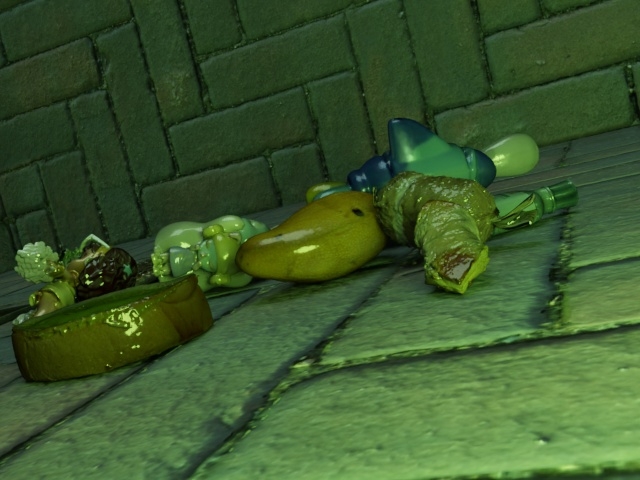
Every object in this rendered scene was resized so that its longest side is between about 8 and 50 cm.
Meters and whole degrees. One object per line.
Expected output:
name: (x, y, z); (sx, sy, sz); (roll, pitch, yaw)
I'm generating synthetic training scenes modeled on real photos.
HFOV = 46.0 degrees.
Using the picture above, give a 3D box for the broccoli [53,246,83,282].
broccoli: (-0.449, 0.093, 1.377); (0.122, 0.118, 0.204); (-5, 21, -12)

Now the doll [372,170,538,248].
doll: (0.171, -0.031, 0.991); (0.221, 0.105, 0.115); (14, 5, 33)

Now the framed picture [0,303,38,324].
framed picture: (-0.694, 0.170, 1.536); (0.150, 0.015, 0.203); (-11, 8, 27)

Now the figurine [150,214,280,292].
figurine: (-0.141, 0.014, 1.214); (0.236, 0.127, 0.155); (-11, -12, 3)

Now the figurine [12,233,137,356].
figurine: (-0.357, 0.082, 1.077); (0.116, 0.174, 0.240); (28, 32, 15)

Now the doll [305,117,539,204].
doll: (0.164, -0.088, 1.300); (0.376, 0.187, 0.366); (-41, -13, 23)

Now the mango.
mango: (0.002, 0.004, 1.075); (0.262, 0.108, 0.157); (-27, 23, -37)

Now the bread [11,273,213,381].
bread: (-0.253, 0.104, 0.923); (0.236, 0.070, 0.236); (-15, 5, 1)

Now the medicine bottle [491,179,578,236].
medicine bottle: (0.272, -0.043, 1.099); (0.209, 0.053, 0.090); (-16, 9, -10)

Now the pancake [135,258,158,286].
pancake: (-0.354, 0.060, 1.596); (0.283, 0.049, 0.282); (-15, 6, 2)

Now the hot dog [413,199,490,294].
hot dog: (0.149, 0.016, 0.841); (0.078, 0.061, 0.169); (-20, 31, 13)
